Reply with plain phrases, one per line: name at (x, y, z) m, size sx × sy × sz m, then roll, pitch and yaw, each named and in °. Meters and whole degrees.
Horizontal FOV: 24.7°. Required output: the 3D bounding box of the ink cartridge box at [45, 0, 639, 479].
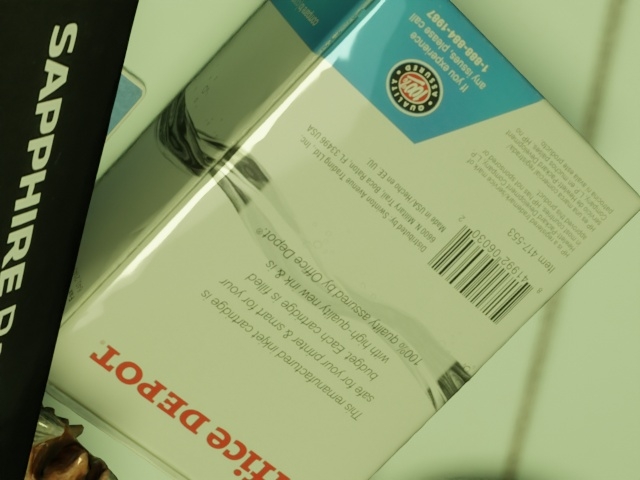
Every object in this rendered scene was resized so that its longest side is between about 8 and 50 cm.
ink cartridge box at (0.000, 0.000, 0.546) m, size 0.191 × 0.082 × 0.139 m, roll -45°, pitch 119°, yaw 9°

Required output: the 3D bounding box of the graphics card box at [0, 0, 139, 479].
graphics card box at (-0.190, 0.001, 0.415) m, size 0.233 × 0.094 × 0.371 m, roll 22°, pitch 110°, yaw 17°

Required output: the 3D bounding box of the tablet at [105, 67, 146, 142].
tablet at (-0.109, -0.040, 0.536) m, size 0.054 × 0.006 × 0.083 m, roll 38°, pitch 101°, yaw -29°

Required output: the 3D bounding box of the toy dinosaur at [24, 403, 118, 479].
toy dinosaur at (-0.157, 0.156, 0.555) m, size 0.296 × 0.127 × 0.200 m, roll -41°, pitch 117°, yaw 14°
